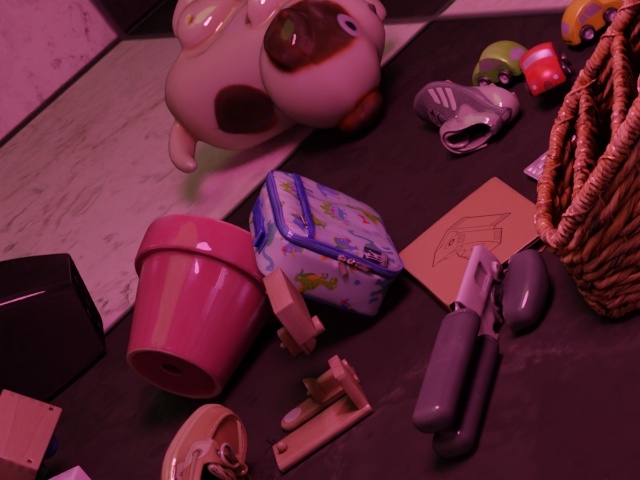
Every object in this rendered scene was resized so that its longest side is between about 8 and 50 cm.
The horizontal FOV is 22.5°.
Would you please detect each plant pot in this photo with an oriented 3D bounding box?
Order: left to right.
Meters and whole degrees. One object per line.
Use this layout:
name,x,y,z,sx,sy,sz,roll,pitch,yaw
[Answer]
plant pot,-0.419,0.123,2.385,0.167,0.187,0.188,-23,23,-2
plant pot,-0.157,0.094,2.055,0.201,0.201,0.180,-12,49,45

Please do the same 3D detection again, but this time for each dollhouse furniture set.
dollhouse furniture set,-0.044,0.144,1.824,0.123,0.151,0.144,-35,20,4

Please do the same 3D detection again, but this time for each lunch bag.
lunch bag,0.000,0.000,1.993,0.219,0.176,0.090,-104,37,-66

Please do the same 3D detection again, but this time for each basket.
basket,0.308,-0.096,1.687,0.213,0.223,0.299,-25,26,26

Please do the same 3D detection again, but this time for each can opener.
can opener,0.174,0.102,1.687,0.095,0.076,0.283,-23,28,32

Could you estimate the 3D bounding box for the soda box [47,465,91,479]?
soda box,-0.315,0.366,1.882,0.069,0.074,0.216,-26,25,24

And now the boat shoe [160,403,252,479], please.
boat shoe,-0.119,0.292,1.726,0.089,0.104,0.285,-17,40,30

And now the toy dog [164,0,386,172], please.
toy dog,-0.067,-0.286,2.524,0.395,0.285,0.408,-48,27,-24

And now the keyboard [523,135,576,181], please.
keyboard,0.364,-0.154,1.986,0.256,0.014,0.072,-40,23,-6

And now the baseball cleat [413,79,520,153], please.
baseball cleat,0.178,-0.170,2.209,0.109,0.072,0.206,-47,24,-25

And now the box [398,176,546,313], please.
box,0.186,0.005,1.928,0.164,0.021,0.201,-38,23,-2

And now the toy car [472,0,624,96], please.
toy car,0.288,-0.261,2.228,0.225,0.053,0.239,-14,25,48

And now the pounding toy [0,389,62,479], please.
pounding toy,-0.400,0.289,2.122,0.206,0.094,0.181,-78,9,-58
